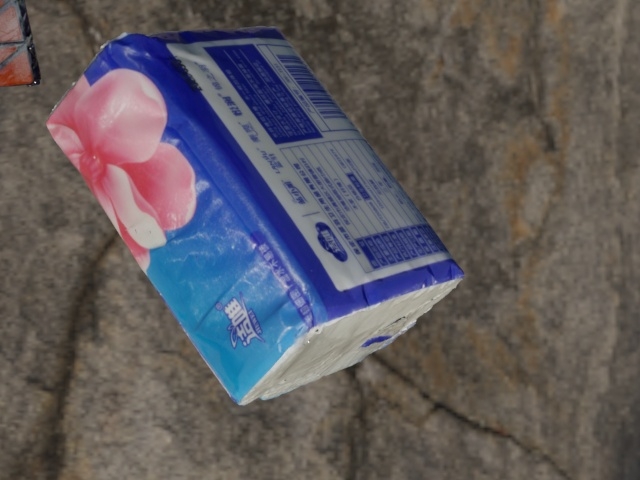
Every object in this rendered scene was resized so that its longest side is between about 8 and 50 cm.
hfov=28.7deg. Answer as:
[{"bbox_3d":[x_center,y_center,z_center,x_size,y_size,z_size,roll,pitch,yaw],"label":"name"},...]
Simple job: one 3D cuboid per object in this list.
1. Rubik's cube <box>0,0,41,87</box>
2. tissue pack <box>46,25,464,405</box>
[{"bbox_3d":[-0.333,-0.244,1.084,0.211,0.190,0.178,-16,69,-49],"label":"Rubik's cube"},{"bbox_3d":[-0.048,-0.026,0.949,0.209,0.137,0.269,-18,66,-50],"label":"tissue pack"}]
